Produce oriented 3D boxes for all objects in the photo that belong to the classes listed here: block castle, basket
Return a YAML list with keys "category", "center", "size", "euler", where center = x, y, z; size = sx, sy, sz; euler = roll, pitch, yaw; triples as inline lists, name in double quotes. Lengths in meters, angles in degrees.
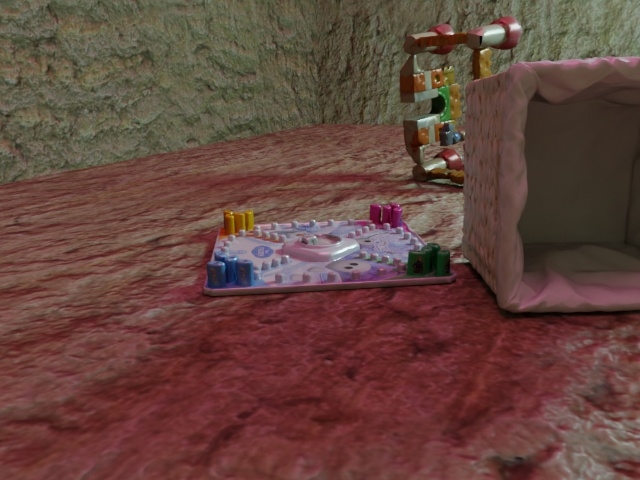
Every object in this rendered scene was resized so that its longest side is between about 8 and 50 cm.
- category: "block castle"
  center: [0.413, -0.381, 1.680]
  size: [0.213, 0.453, 0.303]
  euler: [-22, 24, -35]
- category: "basket"
  center: [0.393, -0.091, 0.861]
  size: [0.332, 0.328, 0.266]
  euler: [-2, 14, 0]

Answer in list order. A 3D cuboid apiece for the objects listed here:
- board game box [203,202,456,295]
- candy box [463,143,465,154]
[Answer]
- category: "board game box"
  center: [0.000, 0.000, 1.072]
  size: [0.390, 0.050, 0.390]
  euler: [-3, 15, -5]
- category: "candy box"
  center: [0.664, -0.310, 1.979]
  size: [0.317, 0.087, 0.183]
  euler: [-7, 0, -18]
